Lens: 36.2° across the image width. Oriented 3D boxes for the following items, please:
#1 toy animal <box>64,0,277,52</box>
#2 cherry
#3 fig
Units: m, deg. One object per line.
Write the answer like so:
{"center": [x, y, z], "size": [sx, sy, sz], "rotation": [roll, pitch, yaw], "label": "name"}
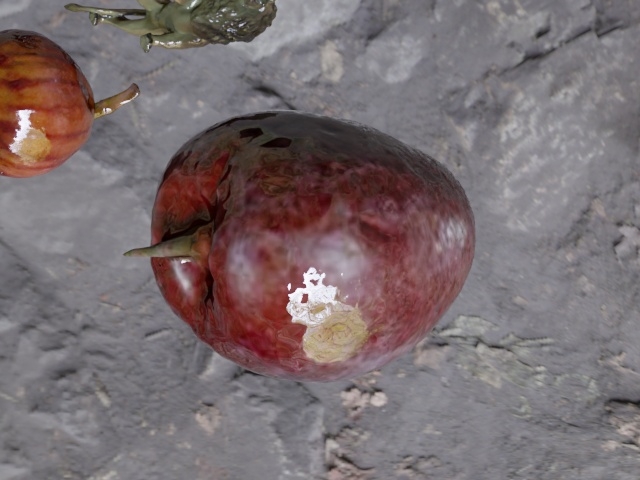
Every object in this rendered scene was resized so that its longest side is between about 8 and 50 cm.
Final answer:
{"center": [-0.146, -0.206, 0.893], "size": [0.219, 0.086, 0.069], "rotation": [10, 103, 20], "label": "toy animal"}
{"center": [0.000, 0.000, 0.759], "size": [0.230, 0.300, 0.203], "rotation": [16, 112, 52], "label": "cherry"}
{"center": [-0.251, -0.127, 0.854], "size": [0.128, 0.128, 0.150], "rotation": [10, 40, 28], "label": "fig"}
